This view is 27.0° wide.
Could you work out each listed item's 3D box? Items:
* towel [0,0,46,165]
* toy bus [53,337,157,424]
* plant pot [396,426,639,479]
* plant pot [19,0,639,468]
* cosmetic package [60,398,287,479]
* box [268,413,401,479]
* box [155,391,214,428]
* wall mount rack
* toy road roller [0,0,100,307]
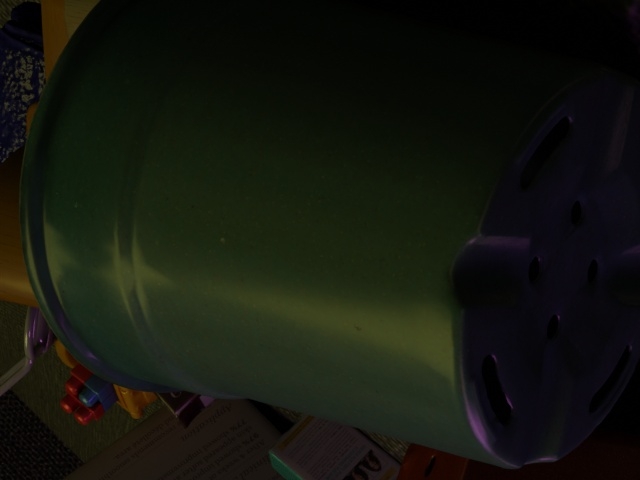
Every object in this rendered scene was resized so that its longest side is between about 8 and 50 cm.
[{"bbox_3d":[-0.189,-0.087,1.266,0.308,0.076,0.227,20,110,25],"label":"towel"},{"bbox_3d":[-0.310,0.156,1.944,0.220,0.211,0.149,38,158,24],"label":"toy bus"},{"bbox_3d":[0.176,0.280,1.097,0.236,0.267,0.267,24,160,-9],"label":"plant pot"},{"bbox_3d":[0.033,-0.015,0.907,0.334,0.341,0.341,16,144,39],"label":"plant pot"},{"bbox_3d":[-0.136,0.478,1.953,0.394,0.329,0.327,43,159,38],"label":"cosmetic package"},{"bbox_3d":[0.056,0.319,1.707,0.244,0.100,0.060,37,158,23],"label":"box"},{"bbox_3d":[-0.205,-0.004,1.445,0.381,0.191,0.143,46,169,10],"label":"box"},{"bbox_3d":[-0.449,0.129,1.974,0.130,0.304,0.350,10,-170,0],"label":"wall mount rack"},{"bbox_3d":[-0.156,-0.067,1.072,0.202,0.240,0.329,9,108,26],"label":"toy road roller"}]
